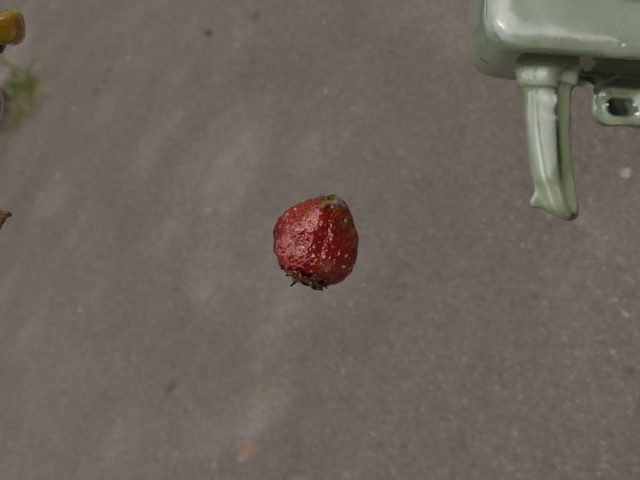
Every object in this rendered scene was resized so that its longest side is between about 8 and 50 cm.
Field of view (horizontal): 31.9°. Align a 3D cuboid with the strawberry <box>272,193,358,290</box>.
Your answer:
[{"bbox_3d":[-0.001,-0.001,1.188,0.106,0.106,0.106,-33,39,33],"label":"strawberry"}]

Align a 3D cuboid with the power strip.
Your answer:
[{"bbox_3d":[0.106,-0.151,0.417,0.053,0.093,0.288,102,171,-84],"label":"power strip"}]

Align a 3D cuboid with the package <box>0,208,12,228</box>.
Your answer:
[{"bbox_3d":[-0.230,-0.009,0.660,0.077,0.033,0.111,-6,22,-1],"label":"package"}]

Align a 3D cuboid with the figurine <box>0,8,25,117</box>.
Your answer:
[{"bbox_3d":[-0.579,-0.170,1.382,0.268,0.401,0.387,37,107,41],"label":"figurine"}]
